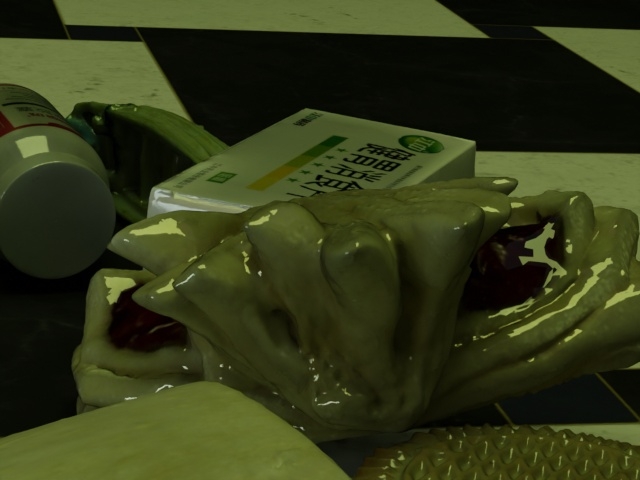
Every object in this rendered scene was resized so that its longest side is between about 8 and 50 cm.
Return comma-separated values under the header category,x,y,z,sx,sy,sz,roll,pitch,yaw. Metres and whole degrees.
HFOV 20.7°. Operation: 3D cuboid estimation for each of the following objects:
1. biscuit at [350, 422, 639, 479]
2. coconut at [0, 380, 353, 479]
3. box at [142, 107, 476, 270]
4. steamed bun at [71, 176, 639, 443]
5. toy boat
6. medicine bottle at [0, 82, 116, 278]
category,x,y,z,sx,sy,sz,roll,pitch,yaw
biscuit,0.124,0.180,1.035,0.259,0.079,0.259,4,17,-1
coconut,-0.076,0.204,0.594,0.323,0.323,0.323,4,18,-1
box,0.001,-0.001,1.460,0.173,0.145,0.333,14,20,19
steamed bun,0.014,0.036,1.145,0.428,0.189,0.247,-8,21,10
toy boat,-0.151,-0.065,1.666,0.084,0.111,0.276,-4,18,-34
medicine bottle,-0.267,-0.056,1.577,0.131,0.131,0.250,-3,19,-22
